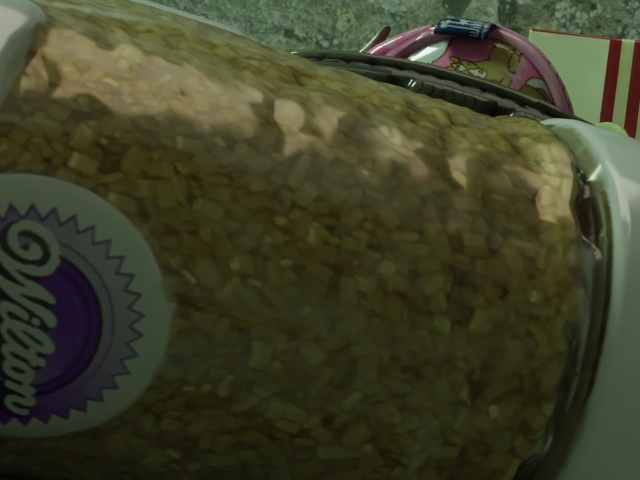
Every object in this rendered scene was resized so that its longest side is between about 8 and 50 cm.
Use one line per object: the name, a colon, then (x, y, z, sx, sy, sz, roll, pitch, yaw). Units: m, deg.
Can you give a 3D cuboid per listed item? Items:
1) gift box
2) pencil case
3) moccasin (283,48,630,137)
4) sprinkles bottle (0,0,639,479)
gift box: (0.314, -0.053, 1.627, 0.276, 0.258, 0.255, 9, 2, 15)
pencil case: (0.092, -0.078, 1.272, 0.160, 0.167, 0.386, -20, 2, 3)
moccasin: (0.128, 0.024, 0.683, 0.380, 0.139, 0.147, 16, 3, -8)
sprinkles bottle: (-0.075, -0.004, 0.386, 0.355, 0.121, 0.121, 15, 4, -18)
